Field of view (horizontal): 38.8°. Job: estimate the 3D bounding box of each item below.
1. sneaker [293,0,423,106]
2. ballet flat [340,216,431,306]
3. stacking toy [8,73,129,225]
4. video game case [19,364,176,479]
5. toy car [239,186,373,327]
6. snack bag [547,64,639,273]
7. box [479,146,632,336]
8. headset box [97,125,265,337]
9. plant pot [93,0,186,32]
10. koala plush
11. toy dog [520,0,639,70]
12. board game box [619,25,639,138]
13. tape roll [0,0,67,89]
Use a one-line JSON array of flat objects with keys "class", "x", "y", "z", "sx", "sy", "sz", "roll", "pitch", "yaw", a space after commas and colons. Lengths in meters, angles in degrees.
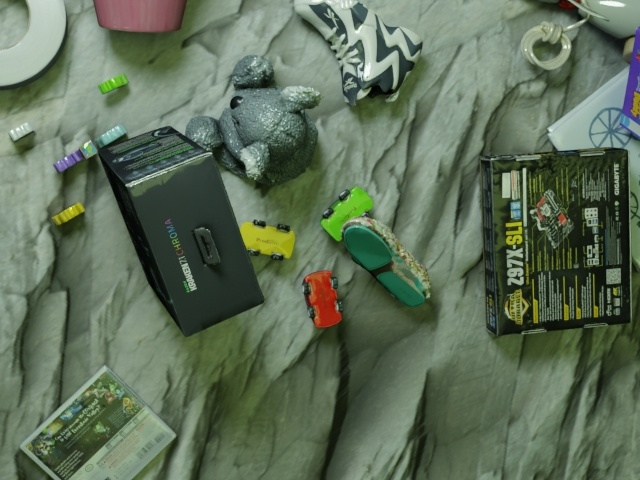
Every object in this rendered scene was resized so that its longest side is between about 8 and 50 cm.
[{"class": "sneaker", "x": 0.048, "y": -0.310, "z": 1.529, "sx": 0.235, "sy": 0.094, "sz": 0.153, "roll": 22, "pitch": 80, "yaw": -24}, {"class": "ballet flat", "x": 0.111, "y": 0.023, "z": 1.549, "sx": 0.241, "sy": 0.091, "sz": 0.077, "roll": 50, "pitch": 38, "yaw": -37}, {"class": "stacking toy", "x": -0.370, "y": -0.149, "z": 1.469, "sx": 0.221, "sy": 0.052, "sz": 0.167, "roll": -31, "pitch": 102, "yaw": -11}, {"class": "video game case", "x": -0.368, "y": 0.333, "z": 1.514, "sx": 0.190, "sy": 0.022, "sz": 0.173, "roll": -44, "pitch": 102, "yaw": -6}, {"class": "toy car", "x": 0.000, "y": 0.000, "z": 1.561, "sx": 0.225, "sy": 0.053, "sz": 0.239, "roll": -46, "pitch": 103, "yaw": -7}, {"class": "snack bag", "x": 0.633, "y": -0.161, "z": 1.707, "sx": 0.323, "sy": 0.037, "sz": 0.342, "roll": -39, "pitch": 101, "yaw": -7}, {"class": "box", "x": 0.422, "y": 0.000, "z": 1.629, "sx": 0.257, "sy": 0.079, "sz": 0.321, "roll": -5, "pitch": 98, "yaw": -6}, {"class": "headset box", "x": -0.213, "y": -0.022, "z": 1.364, "sx": 0.131, "sy": 0.283, "sz": 0.246, "roll": -23, "pitch": 111, "yaw": -15}, {"class": "plant pot", "x": -0.280, "y": -0.421, "z": 1.406, "sx": 0.201, "sy": 0.201, "sz": 0.180, "roll": -2, "pitch": 110, "yaw": -13}, {"class": "koala plush", "x": -0.081, "y": -0.178, "z": 1.443, "sx": 0.203, "sy": 0.221, "sz": 0.196, "roll": 39, "pitch": 84, "yaw": -13}, {"class": "toy dog", "x": 0.516, "y": -0.424, "z": 1.588, "sx": 0.334, "sy": 0.161, "sz": 0.220, "roll": -3, "pitch": 79, "yaw": -15}, {"class": "board game box", "x": 0.682, "y": -0.348, "z": 1.571, "sx": 0.347, "sy": 0.233, "sz": 0.078, "roll": -35, "pitch": 57, "yaw": -14}, {"class": "tape roll", "x": -0.506, "y": -0.345, "z": 1.409, "sx": 0.219, "sy": 0.072, "sz": 0.219, "roll": -1, "pitch": 94, "yaw": -12}]
